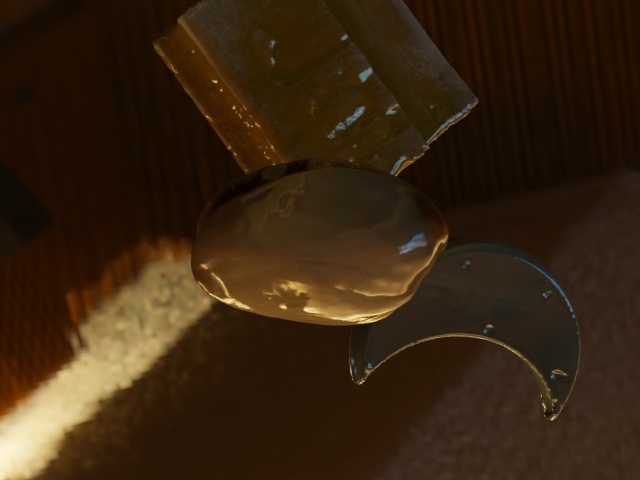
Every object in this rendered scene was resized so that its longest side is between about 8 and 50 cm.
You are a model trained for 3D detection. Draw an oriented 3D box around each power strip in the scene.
[{"bbox_3d":[0.134,0.076,1.760,0.253,0.167,0.054,14,-169,-15],"label":"power strip"}]

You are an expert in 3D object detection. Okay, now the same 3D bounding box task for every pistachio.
[{"bbox_3d":[0.000,0.000,1.552,0.215,0.144,0.144,1,-158,0],"label":"pistachio"}]

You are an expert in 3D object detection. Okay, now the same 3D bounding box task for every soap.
[{"bbox_3d":[0.002,-0.184,2.007,0.259,0.281,0.143,-40,-175,-22],"label":"soap"}]
